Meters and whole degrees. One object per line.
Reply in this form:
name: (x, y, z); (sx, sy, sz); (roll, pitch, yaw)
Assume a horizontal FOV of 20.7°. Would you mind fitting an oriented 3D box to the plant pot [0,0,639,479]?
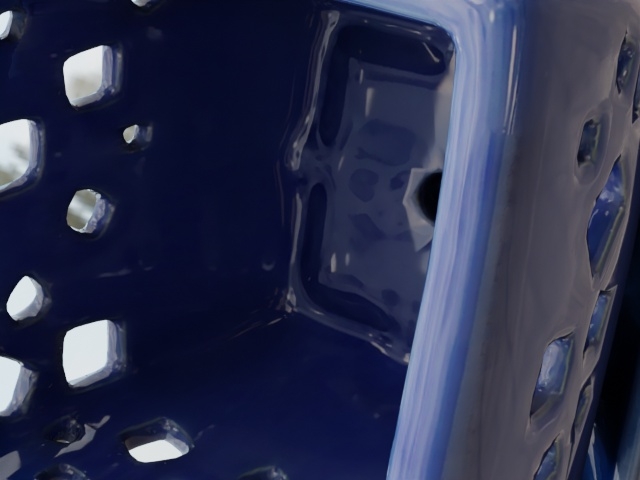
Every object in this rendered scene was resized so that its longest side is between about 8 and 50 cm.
plant pot: (0.000, 0.000, 0.587); (0.212, 0.236, 0.236); (-15, -62, -53)
